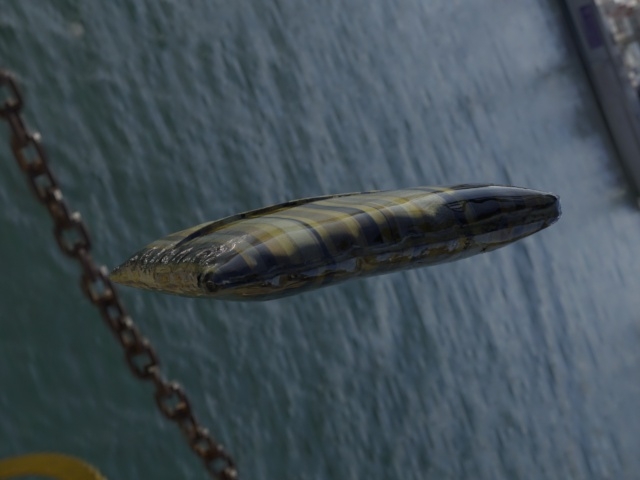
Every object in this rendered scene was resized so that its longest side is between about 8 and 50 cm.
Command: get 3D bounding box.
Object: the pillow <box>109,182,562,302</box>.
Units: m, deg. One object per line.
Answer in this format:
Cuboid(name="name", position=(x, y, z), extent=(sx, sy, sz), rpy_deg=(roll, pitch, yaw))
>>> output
Cuboid(name="pillow", position=(0.000, 0.000, 0.818), extent=(0.208, 0.212, 0.052), rpy_deg=(3, -75, 67))
